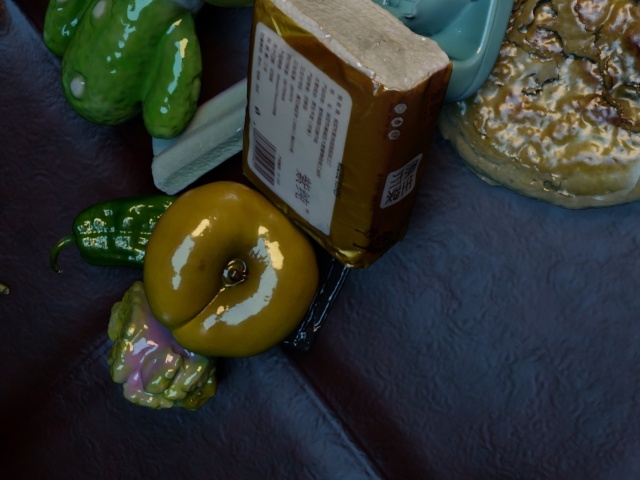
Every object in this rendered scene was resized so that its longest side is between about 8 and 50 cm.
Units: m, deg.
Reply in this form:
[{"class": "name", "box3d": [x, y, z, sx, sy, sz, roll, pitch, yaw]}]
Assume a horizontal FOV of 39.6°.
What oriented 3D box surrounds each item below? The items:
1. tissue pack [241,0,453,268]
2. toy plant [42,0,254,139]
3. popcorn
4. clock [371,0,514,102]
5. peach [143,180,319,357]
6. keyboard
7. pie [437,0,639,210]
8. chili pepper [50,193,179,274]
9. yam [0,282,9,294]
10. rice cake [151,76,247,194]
[{"class": "tissue pack", "box3d": [0.012, -0.107, 0.793, 0.183, 0.092, 0.226, 40, 143, 24]}, {"class": "toy plant", "box3d": [-0.167, -0.247, 0.925, 0.316, 0.184, 0.224, -44, 75, 32]}, {"class": "popcorn", "box3d": [-0.169, 0.114, 0.971, 0.125, 0.126, 0.145, -43, 54, 3]}, {"class": "clock", "box3d": [0.077, -0.277, 0.817, 0.223, 0.094, 0.274, 27, 113, 41]}, {"class": "peach", "box3d": [-0.093, 0.032, 0.887, 0.179, 0.103, 0.179, -1, 96, -8]}, {"class": "keyboard", "box3d": [0.000, 0.000, 0.947, 0.087, 0.017, 0.251, 23, 103, -8]}, {"class": "pie", "box3d": [0.253, -0.186, 0.825, 0.338, 0.077, 0.339, 2, 96, 20]}, {"class": "chili pepper", "box3d": [-0.168, -0.001, 0.979, 0.256, 0.074, 0.100, 3, 80, 12]}, {"class": "yam", "box3d": [-0.432, 0.043, 1.100, 0.107, 0.014, 0.014, 23, 102, 13]}, {"class": "rice cake", "box3d": [-0.090, -0.132, 0.950, 0.221, 0.042, 0.080, -28, 54, 20]}]
